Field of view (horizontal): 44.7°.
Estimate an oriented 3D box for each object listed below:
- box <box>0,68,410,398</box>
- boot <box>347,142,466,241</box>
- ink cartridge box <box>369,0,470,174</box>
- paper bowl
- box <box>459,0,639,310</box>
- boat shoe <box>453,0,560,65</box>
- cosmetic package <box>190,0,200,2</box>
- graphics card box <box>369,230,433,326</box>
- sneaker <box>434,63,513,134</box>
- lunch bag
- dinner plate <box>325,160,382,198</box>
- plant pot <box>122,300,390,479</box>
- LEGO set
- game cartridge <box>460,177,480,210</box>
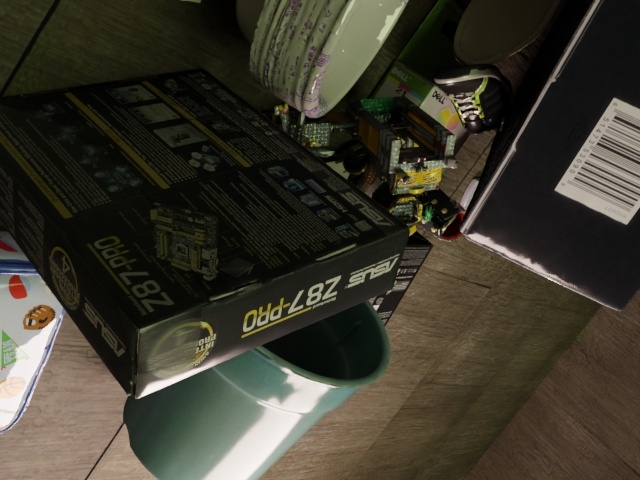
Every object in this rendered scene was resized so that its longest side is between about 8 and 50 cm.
[{"bbox_3d":[-0.151,-0.046,0.827,0.318,0.395,0.097,-18,136,-38],"label":"box"},{"bbox_3d":[0.148,-0.083,1.335,0.236,0.178,0.085,13,114,-55],"label":"boot"},{"bbox_3d":[0.198,-0.249,1.295,0.188,0.097,0.255,16,112,-54],"label":"ink cartridge box"},{"bbox_3d":[0.008,-0.299,0.918,0.284,0.148,0.284,-57,175,-8],"label":"paper bowl"},{"bbox_3d":[0.489,-0.236,1.257,0.480,0.297,0.472,-67,176,37],"label":"box"},{"bbox_3d":[0.324,-0.394,1.261,0.324,0.116,0.097,-50,-177,-8],"label":"boat shoe"},{"bbox_3d":[-0.149,-0.327,0.859,0.060,0.041,0.115,-6,129,-47],"label":"cosmetic package"},{"bbox_3d":[0.046,0.133,1.529,0.232,0.094,0.371,0,126,-49],"label":"graphics card box"},{"bbox_3d":[0.253,-0.218,1.235,0.234,0.084,0.097,2,91,-55],"label":"sneaker"},{"bbox_3d":[-0.453,0.128,0.929,0.243,0.115,0.303,3,121,-48],"label":"lunch bag"},{"bbox_3d":[0.035,-0.072,1.283,0.141,0.017,0.141,4,134,4],"label":"dinner plate"},{"bbox_3d":[-0.123,0.204,1.220,0.341,0.341,0.334,2,131,-50],"label":"plant pot"},{"bbox_3d":[0.045,-0.074,1.115,0.331,0.192,0.255,0,119,-23],"label":"LEGO set"},{"bbox_3d":[0.331,-0.100,1.684,0.056,0.017,0.083,-16,136,-45],"label":"game cartridge"}]
